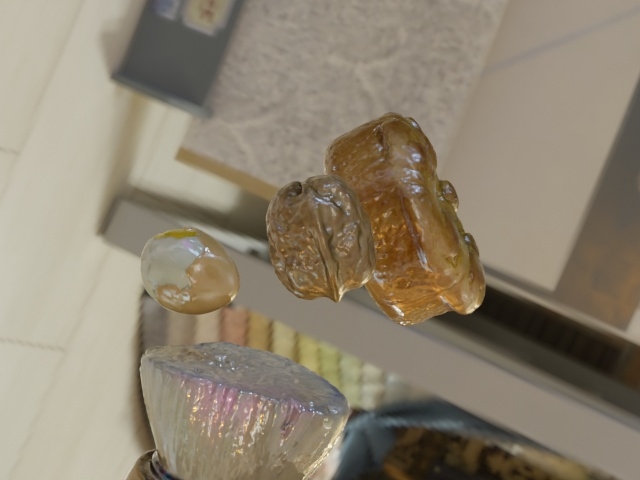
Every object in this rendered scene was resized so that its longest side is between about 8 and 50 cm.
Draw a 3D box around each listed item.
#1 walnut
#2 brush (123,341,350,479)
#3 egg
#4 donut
[{"bbox_3d":[0.000,0.000,1.094,0.082,0.079,0.096,-144,-141,-89],"label":"walnut"},{"bbox_3d":[-0.048,0.198,1.189,0.174,0.267,0.166,5,105,-37],"label":"brush"},{"bbox_3d":[-0.106,0.027,1.211,0.071,0.083,0.071,-40,137,-50],"label":"egg"},{"bbox_3d":[0.086,-0.021,1.515,0.114,0.226,0.226,-22,149,10],"label":"donut"}]
